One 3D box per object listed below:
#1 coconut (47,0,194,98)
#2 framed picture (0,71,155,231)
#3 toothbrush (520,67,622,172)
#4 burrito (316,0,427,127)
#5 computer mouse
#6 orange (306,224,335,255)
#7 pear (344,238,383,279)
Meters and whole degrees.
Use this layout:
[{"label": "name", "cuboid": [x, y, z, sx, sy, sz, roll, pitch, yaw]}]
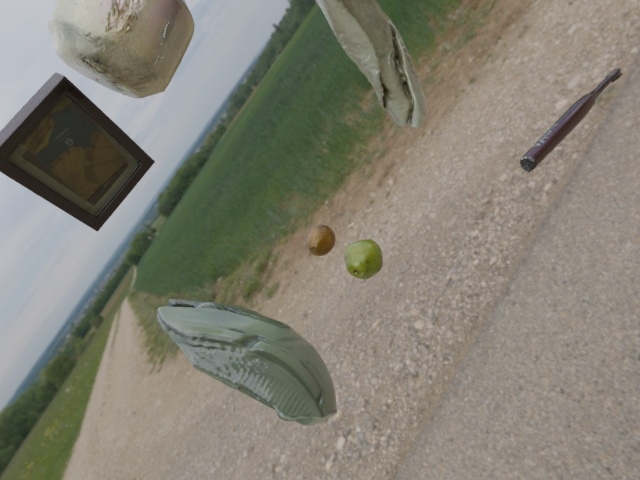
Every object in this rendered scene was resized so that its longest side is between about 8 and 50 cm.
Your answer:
[{"label": "coconut", "cuboid": [-0.248, -0.288, 0.586, 0.182, 0.171, 0.171, -68, 18, -2]}, {"label": "framed picture", "cuboid": [-0.303, -0.102, 0.570, 0.023, 0.168, 0.127, 27, 76, 28]}, {"label": "toothbrush", "cuboid": [0.545, -0.269, 0.977, 0.364, 0.040, 0.041, -42, 13, -18]}, {"label": "burrito", "cuboid": [0.049, -0.313, 0.627, 0.076, 0.392, 0.117, -20, 42, 28]}, {"label": "computer mouse", "cuboid": [-0.133, 0.227, 0.957, 0.145, 0.429, 0.228, -59, 3, 3]}, {"label": "orange", "cuboid": [0.000, 0.000, 1.162, 0.085, 0.085, 0.085, -49, 19, 23]}, {"label": "pear", "cuboid": [0.098, 0.037, 0.997, 0.092, 0.092, 0.096, -35, 28, 50]}]
